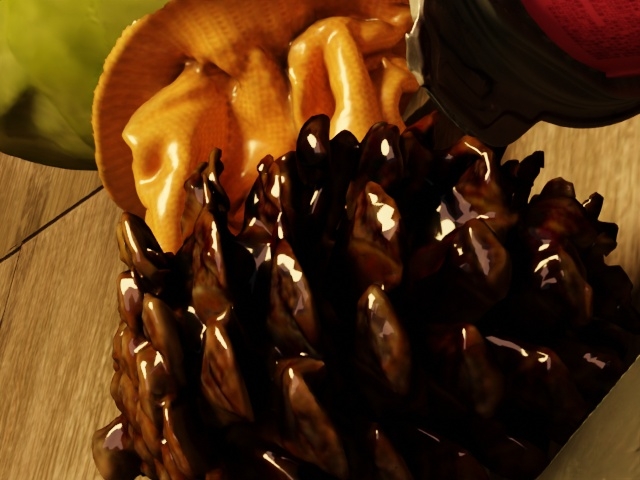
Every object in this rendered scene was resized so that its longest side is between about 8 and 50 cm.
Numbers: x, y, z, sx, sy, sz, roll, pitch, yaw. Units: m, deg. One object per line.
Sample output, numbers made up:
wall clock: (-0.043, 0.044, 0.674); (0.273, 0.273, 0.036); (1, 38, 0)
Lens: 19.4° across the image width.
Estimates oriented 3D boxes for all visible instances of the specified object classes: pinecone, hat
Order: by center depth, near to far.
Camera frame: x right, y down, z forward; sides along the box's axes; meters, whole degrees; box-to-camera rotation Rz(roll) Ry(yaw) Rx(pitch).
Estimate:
pinecone: (0.017, 0.052, 0.879); (0.273, 0.224, 0.224); (-19, 38, 5)
hat: (0.000, 0.000, 1.068); (0.244, 0.233, 0.233); (-25, 57, 10)

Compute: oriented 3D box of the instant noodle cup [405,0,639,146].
instant noodle cup: (0.179, -0.175, 0.815); (0.182, 0.258, 0.302); (5, 71, 46)

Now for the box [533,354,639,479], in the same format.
box: (0.192, 0.065, 0.720); (0.270, 0.045, 0.211); (-50, 28, 5)

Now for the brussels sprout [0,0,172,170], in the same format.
brussels sprout: (-0.104, -0.225, 1.259); (0.425, 0.342, 0.361); (-47, 58, 37)
